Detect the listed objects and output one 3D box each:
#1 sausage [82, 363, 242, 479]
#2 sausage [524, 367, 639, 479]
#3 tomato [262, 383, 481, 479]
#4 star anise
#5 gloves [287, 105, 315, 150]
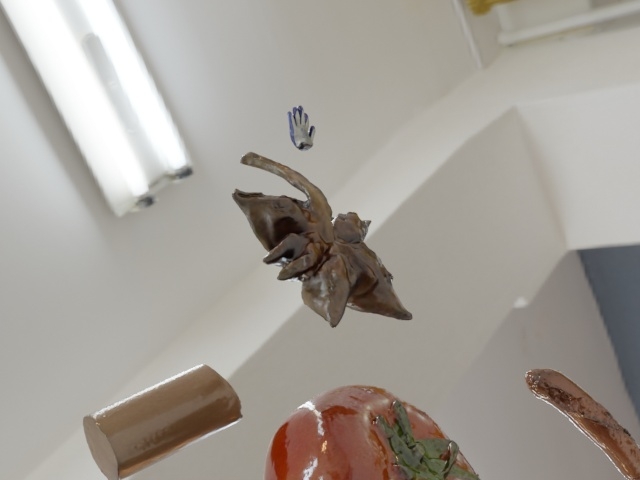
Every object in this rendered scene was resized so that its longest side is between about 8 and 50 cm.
[{"bbox_3d":[-0.260,0.299,1.609,0.253,0.123,0.123,-22,-77,-29],"label":"sausage"},{"bbox_3d":[0.558,0.371,1.984,0.326,0.079,0.087,42,-131,0],"label":"sausage"},{"bbox_3d":[0.072,0.391,1.441,0.341,0.273,0.341,27,-150,-17],"label":"tomato"},{"bbox_3d":[0.000,0.002,1.492,0.292,0.109,0.349,27,-150,-36],"label":"star anise"},{"bbox_3d":[-0.035,-0.209,1.778,0.064,0.026,0.086,-3,-104,-51],"label":"gloves"}]
